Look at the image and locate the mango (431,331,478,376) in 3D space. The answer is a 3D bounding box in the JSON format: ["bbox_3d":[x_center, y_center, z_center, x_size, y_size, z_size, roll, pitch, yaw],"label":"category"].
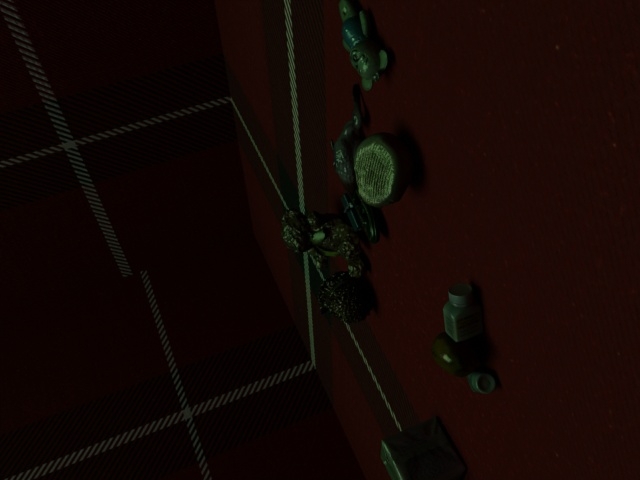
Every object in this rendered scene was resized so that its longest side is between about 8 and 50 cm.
[{"bbox_3d":[0.304,0.260,1.519,0.115,0.089,0.165,47,-167,31],"label":"mango"}]

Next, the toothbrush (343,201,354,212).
[{"bbox_3d":[0.084,-0.097,1.994,0.019,0.013,0.193,61,174,1],"label":"toothbrush"}]

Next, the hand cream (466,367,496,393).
[{"bbox_3d":[0.368,0.329,1.564,0.174,0.047,0.076,100,149,-82],"label":"hand cream"}]

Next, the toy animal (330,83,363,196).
[{"bbox_3d":[0.077,-0.252,1.819,0.324,0.090,0.195,106,152,-66],"label":"toy animal"}]

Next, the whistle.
[{"bbox_3d":[0.088,-0.461,1.515,0.114,0.077,0.236,-50,55,53],"label":"whistle"}]

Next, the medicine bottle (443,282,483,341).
[{"bbox_3d":[0.313,0.156,1.456,0.055,0.074,0.118,-130,26,-60],"label":"medicine bottle"}]

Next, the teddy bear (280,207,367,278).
[{"bbox_3d":[0.002,0.007,2.197,0.296,0.222,0.246,-118,10,-45],"label":"teddy bear"}]

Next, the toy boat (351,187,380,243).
[{"bbox_3d":[0.131,-0.084,1.922,0.104,0.052,0.210,99,153,-60],"label":"toy boat"}]

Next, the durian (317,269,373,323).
[{"bbox_3d":[0.079,0.202,2.253,0.196,0.196,0.167,-126,16,-53],"label":"durian"}]

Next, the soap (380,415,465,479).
[{"bbox_3d":[0.300,0.658,1.965,0.138,0.199,0.182,90,157,-49],"label":"soap"}]

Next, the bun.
[{"bbox_3d":[0.158,-0.165,1.555,0.167,0.113,0.173,60,141,24],"label":"bun"}]

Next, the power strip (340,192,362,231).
[{"bbox_3d":[0.104,-0.089,2.075,0.056,0.032,0.123,115,134,-73],"label":"power strip"}]
